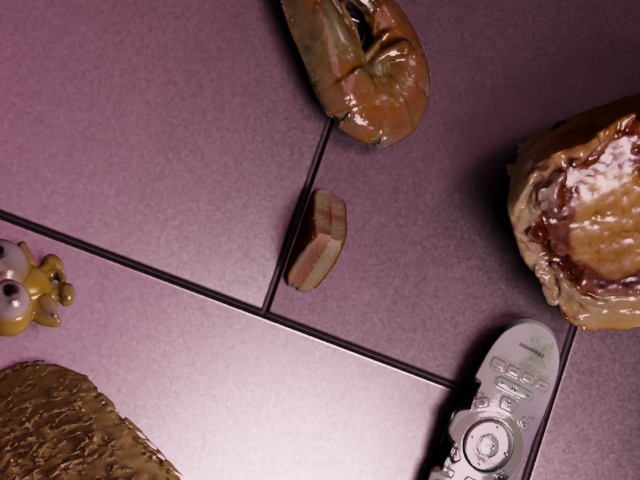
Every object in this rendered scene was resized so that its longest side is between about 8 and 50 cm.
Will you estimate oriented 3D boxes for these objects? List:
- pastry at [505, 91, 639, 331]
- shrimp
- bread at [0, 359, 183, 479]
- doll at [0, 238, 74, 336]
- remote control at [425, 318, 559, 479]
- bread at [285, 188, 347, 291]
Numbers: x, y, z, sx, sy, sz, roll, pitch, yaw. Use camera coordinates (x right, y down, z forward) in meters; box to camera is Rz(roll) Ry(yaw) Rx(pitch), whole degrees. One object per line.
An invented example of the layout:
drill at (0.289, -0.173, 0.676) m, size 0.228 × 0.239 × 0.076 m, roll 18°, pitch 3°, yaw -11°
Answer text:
pastry at (0.323, -0.044, 1.985) m, size 0.256 × 0.170 × 0.237 m, roll -23°, pitch 120°, yaw 1°
shrimp at (0.027, -0.225, 1.967) m, size 0.145 × 0.061 × 0.267 m, roll -35°, pitch 93°, yaw -25°
bread at (-0.248, 0.298, 1.789) m, size 0.248 × 0.315 × 0.279 m, roll -28°, pitch 123°, yaw -17°
doll at (-0.379, 0.070, 1.806) m, size 0.291 × 0.086 × 0.117 m, roll -14°, pitch 61°, yaw -19°
remote control at (0.176, 0.201, 1.989) m, size 0.097 × 0.045 × 0.256 m, roll 29°, pitch 81°, yaw -12°
bread at (0.000, 0.000, 1.941) m, size 0.043 × 0.062 × 0.109 m, roll 21°, pitch 83°, yaw -16°
